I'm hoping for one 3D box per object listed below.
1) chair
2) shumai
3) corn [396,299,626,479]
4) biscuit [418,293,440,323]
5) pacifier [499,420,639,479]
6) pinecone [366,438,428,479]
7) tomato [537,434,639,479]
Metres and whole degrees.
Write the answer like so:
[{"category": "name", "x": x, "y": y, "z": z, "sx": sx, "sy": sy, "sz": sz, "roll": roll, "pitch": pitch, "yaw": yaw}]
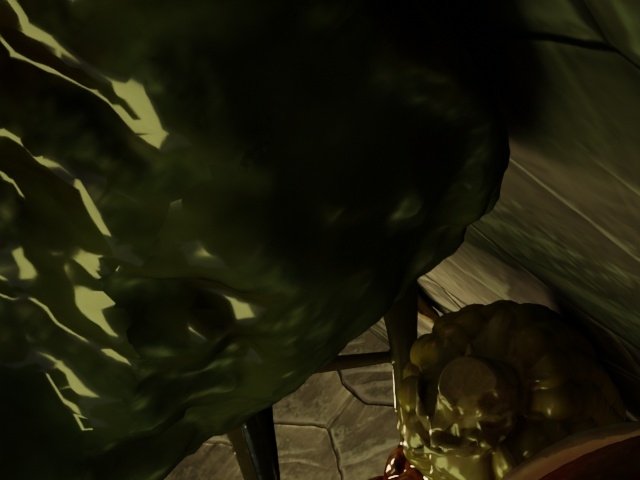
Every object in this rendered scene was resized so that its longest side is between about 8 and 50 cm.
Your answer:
[{"category": "chair", "x": -0.062, "y": 0.082, "z": 1.013, "sx": 0.188, "sy": 0.272, "sz": 0.166, "roll": -98, "pitch": -2, "yaw": -46}, {"category": "shumai", "x": -0.143, "y": -0.017, "z": 0.487, "sx": 0.324, "sy": 0.323, "sz": 0.397, "roll": 37, "pitch": 176, "yaw": 7}, {"category": "corn", "x": 0.133, "y": 0.119, "z": 0.932, "sx": 0.130, "sy": 0.130, "sz": 0.347, "roll": 38, "pitch": 180, "yaw": 24}, {"category": "biscuit", "x": 0.077, "y": 0.044, "z": 1.434, "sx": 0.071, "sy": 0.018, "sz": 0.147, "roll": 40, "pitch": 179, "yaw": 35}, {"category": "pacifier", "x": 0.224, "y": 0.233, "z": 0.780, "sx": 0.332, "sy": 0.273, "sz": 0.220, "roll": 41, "pitch": 150, "yaw": 3}, {"category": "pinecone", "x": 0.205, "y": 0.380, "z": 1.623, "sx": 0.397, "sy": 0.398, "sz": 0.398, "roll": 39, "pitch": 177, "yaw": 3}, {"category": "tomato", "x": 0.163, "y": 0.201, "z": 0.559, "sx": 0.265, "sy": 0.265, "sz": 0.265, "roll": 39, "pitch": 177, "yaw": 3}]
